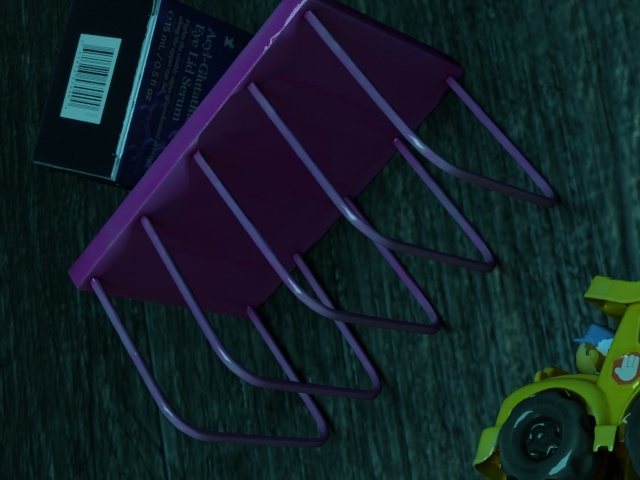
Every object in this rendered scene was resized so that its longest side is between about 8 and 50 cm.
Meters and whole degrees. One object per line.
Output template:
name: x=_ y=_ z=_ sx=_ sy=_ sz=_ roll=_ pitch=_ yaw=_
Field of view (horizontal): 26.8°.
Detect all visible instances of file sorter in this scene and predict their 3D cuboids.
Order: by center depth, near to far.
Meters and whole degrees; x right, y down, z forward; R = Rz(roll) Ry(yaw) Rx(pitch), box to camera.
file sorter: x=0.000 y=0.000 z=1.009 sx=0.291 sy=0.202 sz=0.182 roll=-49 pitch=56 yaw=20

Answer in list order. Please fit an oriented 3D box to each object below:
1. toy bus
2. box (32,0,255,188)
toy bus: x=0.225 y=0.080 z=0.855 sx=0.220 sy=0.149 sz=0.211 roll=-9 pitch=61 yaw=41
box: x=-0.115 y=-0.108 z=1.124 sx=0.108 sy=0.207 sz=0.153 roll=13 pitch=90 yaw=40
